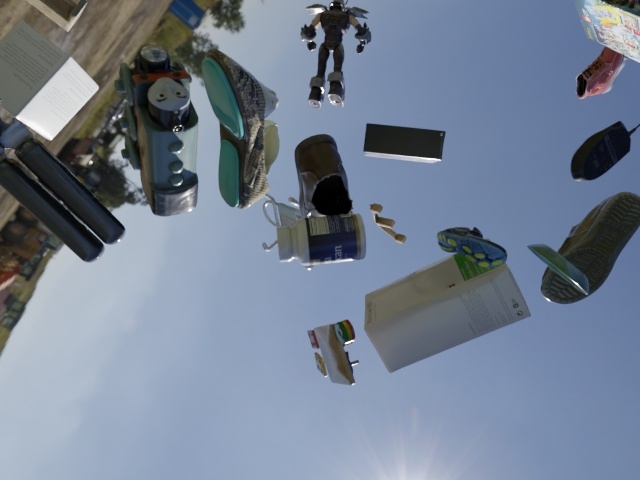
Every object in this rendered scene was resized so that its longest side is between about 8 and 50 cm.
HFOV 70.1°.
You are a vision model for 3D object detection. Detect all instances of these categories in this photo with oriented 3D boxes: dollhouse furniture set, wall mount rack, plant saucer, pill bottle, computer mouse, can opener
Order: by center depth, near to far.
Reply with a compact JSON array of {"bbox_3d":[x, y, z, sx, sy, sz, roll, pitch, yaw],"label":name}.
[{"bbox_3d":[-0.362,-0.084,0.551,0.074,0.280,0.093,-39,-155,-2],"label":"can opener"},{"bbox_3d":[0.494,-0.186,0.731,0.242,0.071,0.041,-40,-149,3],"label":"computer mouse"},{"bbox_3d":[0.399,0.041,0.758,0.021,0.119,0.119,-51,-154,12],"label":"plant saucer"},{"bbox_3d":[-0.487,-0.477,0.786,0.128,0.183,0.129,2,-118,52],"label":"dollhouse furniture set"},{"bbox_3d":[0.000,0.000,0.903,0.169,0.094,0.094,-6,-147,-4],"label":"pill bottle"},{"bbox_3d":[-0.111,-0.068,1.507,0.349,0.304,0.130,22,-133,34],"label":"wall mount rack"}]

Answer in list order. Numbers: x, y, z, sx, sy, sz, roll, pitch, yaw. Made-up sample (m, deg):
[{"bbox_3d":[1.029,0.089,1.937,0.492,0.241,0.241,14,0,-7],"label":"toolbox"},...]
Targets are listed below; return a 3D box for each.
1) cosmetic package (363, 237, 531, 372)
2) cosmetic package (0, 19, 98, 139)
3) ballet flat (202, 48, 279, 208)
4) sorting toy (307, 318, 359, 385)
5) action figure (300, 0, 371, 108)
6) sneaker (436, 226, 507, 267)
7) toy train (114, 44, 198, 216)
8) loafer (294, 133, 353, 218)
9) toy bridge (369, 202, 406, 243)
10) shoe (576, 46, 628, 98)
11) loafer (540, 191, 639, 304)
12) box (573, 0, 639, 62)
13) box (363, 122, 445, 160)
[{"bbox_3d":[0.302,0.163,1.154,0.365,0.155,0.197,-26,-164,13],"label":"cosmetic package"},{"bbox_3d":[-0.669,-0.372,1.077,0.184,0.151,0.151,-51,176,-7],"label":"cosmetic package"},{"bbox_3d":[-0.186,-0.283,1.165,0.182,0.483,0.164,-33,-119,-26],"label":"ballet flat"},{"bbox_3d":[0.040,0.251,1.029,0.046,0.133,0.274,-16,171,-21],"label":"sorting toy"},{"bbox_3d":[0.029,-0.493,1.175,0.185,0.099,0.285,9,-90,21],"label":"action figure"},{"bbox_3d":[0.332,0.002,0.991,0.078,0.067,0.188,-29,-157,-14],"label":"sneaker"},{"bbox_3d":[-0.306,-0.200,0.894,0.190,0.142,0.334,60,-31,24],"label":"toy train"},{"bbox_3d":[0.013,-0.085,1.117,0.133,0.366,0.130,-20,-125,0],"label":"loafer"},{"bbox_3d":[0.196,-0.055,1.393,0.063,0.188,0.026,19,-109,46],"label":"toy bridge"},{"bbox_3d":[0.723,-0.445,1.178,0.081,0.178,0.064,-18,-123,1],"label":"shoe"},{"bbox_3d":[0.531,0.018,0.901,0.251,0.094,0.087,-55,175,14],"label":"loafer"},{"bbox_3d":[0.549,-0.395,0.822,0.159,0.233,0.044,47,-65,29],"label":"box"},{"bbox_3d":[0.281,-0.334,1.581,0.184,0.261,0.103,-38,135,-84],"label":"box"}]
